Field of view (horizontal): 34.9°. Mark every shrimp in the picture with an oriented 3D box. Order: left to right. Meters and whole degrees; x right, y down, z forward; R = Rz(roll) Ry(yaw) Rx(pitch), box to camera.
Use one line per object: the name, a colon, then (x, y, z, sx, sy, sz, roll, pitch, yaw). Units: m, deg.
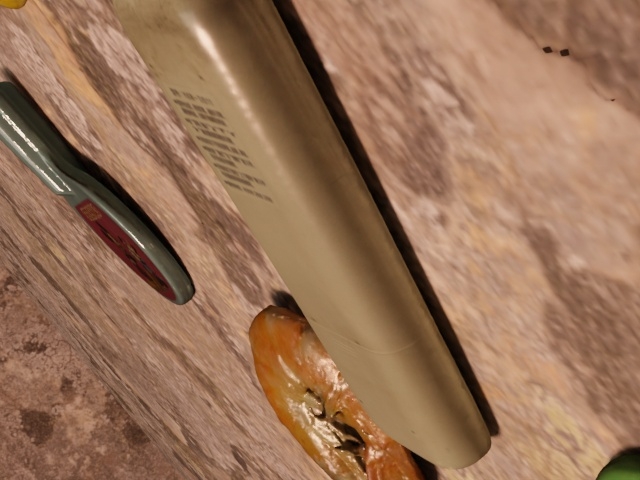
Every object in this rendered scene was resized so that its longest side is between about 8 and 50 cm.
shrimp: (0.025, 0.132, 0.669, 0.217, 0.051, 0.115, 55, 159, -12)

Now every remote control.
remote control: (0.001, 0.000, 0.470, 0.090, 0.038, 0.309, 22, 149, 51)

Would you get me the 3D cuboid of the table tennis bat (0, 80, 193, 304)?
table tennis bat: (-0.195, -0.036, 0.859, 0.244, 0.040, 0.153, 48, 163, -14)

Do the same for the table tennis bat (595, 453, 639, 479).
table tennis bat: (0.201, 0.190, 0.408, 0.257, 0.039, 0.160, 52, 164, -3)

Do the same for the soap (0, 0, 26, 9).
soap: (-0.224, -0.203, 0.579, 0.168, 0.033, 0.089, 52, 159, -12)
